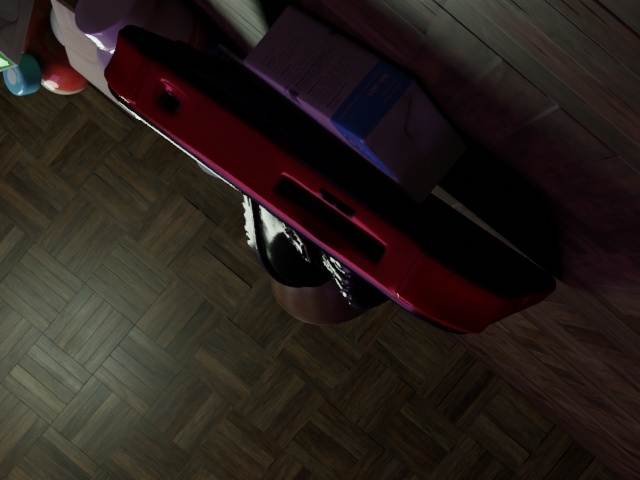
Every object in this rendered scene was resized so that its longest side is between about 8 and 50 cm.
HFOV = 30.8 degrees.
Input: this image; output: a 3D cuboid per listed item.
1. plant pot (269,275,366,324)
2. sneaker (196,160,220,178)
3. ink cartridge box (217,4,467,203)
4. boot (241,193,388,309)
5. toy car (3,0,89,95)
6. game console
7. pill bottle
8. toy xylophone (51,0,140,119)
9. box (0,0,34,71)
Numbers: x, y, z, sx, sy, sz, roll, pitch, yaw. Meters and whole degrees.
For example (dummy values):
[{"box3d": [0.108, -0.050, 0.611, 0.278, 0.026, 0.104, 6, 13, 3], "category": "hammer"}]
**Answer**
[{"box3d": [0.000, 0.000, 1.984, 0.215, 0.215, 0.230, 39, 164, 25], "category": "plant pot"}, {"box3d": [-0.058, -0.122, 1.710, 0.258, 0.091, 0.094, 18, 159, 19], "category": "sneaker"}, {"box3d": [0.014, -0.112, 0.883, 0.180, 0.060, 0.104, 38, 178, 38], "category": "ink cartridge box"}, {"box3d": [0.019, 0.005, 1.519, 0.260, 0.131, 0.348, 39, 162, 32], "category": "boot"}, {"box3d": [-0.444, -0.397, 2.068, 0.238, 0.219, 0.210, -34, 80, 47], "category": "toy car"}, {"box3d": [0.022, -0.057, 1.016, 0.386, 0.060, 0.342, 36, -165, 16], "category": "game console"}, {"box3d": [-0.180, -0.213, 1.348, 0.124, 0.124, 0.221, 38, 178, 40], "category": "pill bottle"}, {"box3d": [-0.284, -0.292, 1.594, 0.323, 0.081, 0.236, 43, 152, 36], "category": "toy xylophone"}, {"box3d": [-0.579, -0.430, 1.855, 0.127, 0.262, 0.231, -11, 147, 26], "category": "box"}]
